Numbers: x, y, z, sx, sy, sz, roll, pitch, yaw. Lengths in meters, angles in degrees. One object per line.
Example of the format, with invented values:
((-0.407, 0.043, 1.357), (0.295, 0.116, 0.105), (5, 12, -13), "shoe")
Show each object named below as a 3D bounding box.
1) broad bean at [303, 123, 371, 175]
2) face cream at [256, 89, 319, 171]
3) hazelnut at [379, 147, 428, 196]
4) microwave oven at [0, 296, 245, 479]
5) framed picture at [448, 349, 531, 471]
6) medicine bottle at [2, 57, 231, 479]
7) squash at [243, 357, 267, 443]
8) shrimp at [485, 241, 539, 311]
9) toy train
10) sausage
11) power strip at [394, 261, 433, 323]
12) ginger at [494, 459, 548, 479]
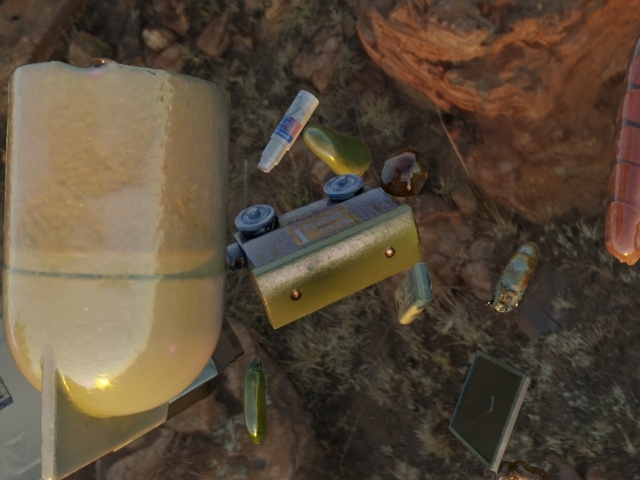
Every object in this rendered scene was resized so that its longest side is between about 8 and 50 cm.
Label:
((0.047, -0.258, 1.906), (0.121, 0.263, 0.189), (-49, 52, 22), "broad bean")
((-0.050, -0.157, 0.939), (0.034, 0.034, 0.130), (28, 83, 34), "face cream")
((0.137, -0.111, 1.062), (0.086, 0.086, 0.086), (-10, 68, 27), "hazelnut")
((-0.337, 0.169, 0.983), (0.355, 0.218, 0.286), (-32, 86, 2), "microwave oven")
((0.419, 0.418, 1.636), (0.020, 0.324, 0.240), (20, 87, -6), "framed picture")
((-0.222, 0.030, 0.713), (0.236, 0.236, 0.406), (4, 92, 31), "medicine bottle")
((-0.186, 0.462, 1.822), (0.069, 0.069, 0.258), (6, 105, 32), "squash")
((0.503, 0.089, 1.641), (0.068, 0.287, 0.185), (26, 98, 19), "shrimp")
((0.000, 0.000, 1.038), (0.300, 0.131, 0.202), (-24, 34, -13), "toy train")
((0.557, -0.171, 1.130), (0.088, 0.088, 0.433), (8, 97, 32), "sausage")
((0.212, 0.131, 1.509), (0.034, 0.268, 0.092), (-5, 70, -7), "power strip")
((0.489, 0.569, 1.513), (0.103, 0.162, 0.073), (-30, 20, 36), "ginger")
